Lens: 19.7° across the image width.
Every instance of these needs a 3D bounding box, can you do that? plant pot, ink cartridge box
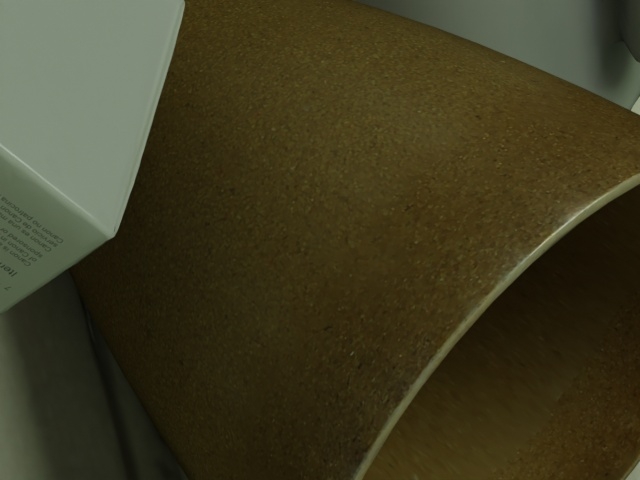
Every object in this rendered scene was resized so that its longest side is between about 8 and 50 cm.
[{"bbox_3d":[0.000,0.000,0.741,0.254,0.237,0.237,39,25,30],"label":"plant pot"},{"bbox_3d":[-0.158,-0.040,0.625,0.128,0.176,0.127,40,37,-26],"label":"ink cartridge box"}]

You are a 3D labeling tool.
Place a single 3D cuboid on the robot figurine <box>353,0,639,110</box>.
[{"bbox_3d":[0.048,-0.162,0.865,0.200,0.300,0.353,-47,139,-42],"label":"robot figurine"}]
